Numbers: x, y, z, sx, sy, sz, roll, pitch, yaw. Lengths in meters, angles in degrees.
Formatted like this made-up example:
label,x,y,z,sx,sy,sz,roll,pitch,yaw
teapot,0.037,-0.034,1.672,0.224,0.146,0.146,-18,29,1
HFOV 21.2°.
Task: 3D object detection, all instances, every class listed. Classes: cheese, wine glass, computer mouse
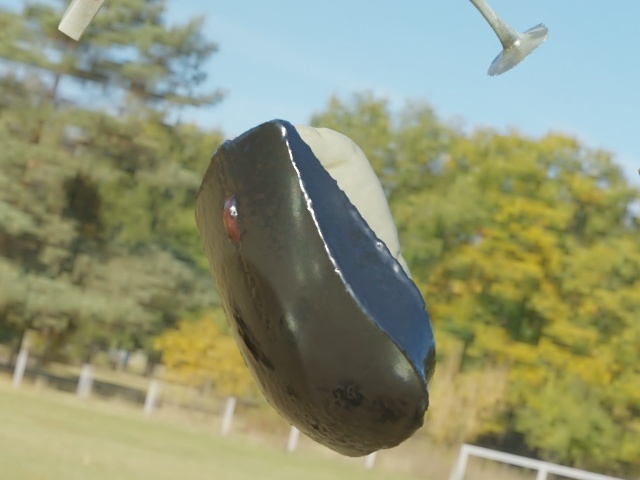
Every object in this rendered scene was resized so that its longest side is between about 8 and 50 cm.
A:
label,x,y,z,sx,sy,sz,roll,pitch,yaw
cheese,-0.001,0.000,1.828,0.159,0.263,0.093,-10,-14,-27
wine glass,0.089,-0.215,1.293,0.198,0.066,0.066,47,-17,-16
computer mouse,-0.021,0.045,1.392,0.087,0.295,0.168,-22,-17,-41

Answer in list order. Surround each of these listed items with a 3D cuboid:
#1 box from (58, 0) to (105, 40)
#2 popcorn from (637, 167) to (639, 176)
label,x,y,z,sx,sy,sz,roll,pitch,yaw
box,-0.182,-0.233,1.469,0.024,0.090,0.167,33,19,-12
popcorn,0.410,-0.076,1.885,0.116,0.120,0.106,-5,-20,-27
